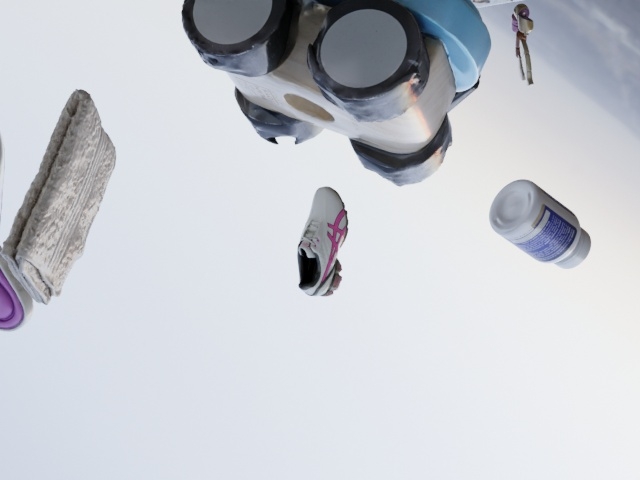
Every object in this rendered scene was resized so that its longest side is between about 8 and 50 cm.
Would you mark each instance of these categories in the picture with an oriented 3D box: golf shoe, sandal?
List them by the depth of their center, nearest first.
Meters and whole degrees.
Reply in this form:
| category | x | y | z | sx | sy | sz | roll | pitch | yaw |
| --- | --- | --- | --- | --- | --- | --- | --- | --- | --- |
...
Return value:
| category | x | y | z | sx | sy | sz | roll | pitch | yaw |
| --- | --- | --- | --- | --- | --- | --- | --- | --- | --- |
| golf shoe | 0.000 | 0.000 | 1.788 | 0.067 | 0.186 | 0.086 | 0 | 175 | 31 |
| sandal | -0.734 | 0.022 | 2.146 | 0.416 | 0.169 | 0.102 | 47 | -154 | -11 |

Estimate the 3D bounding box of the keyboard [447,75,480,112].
| category | x | y | z | sx | sy | sz | roll | pitch | yaw |
| --- | --- | --- | --- | --- | --- | --- | --- | --- | --- |
| keyboard | 0.121 | -0.277 | 1.411 | 0.033 | 0.201 | 0.317 | 17 | -127 | -29 |

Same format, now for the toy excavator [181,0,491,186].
| category | x | y | z | sx | sy | sz | roll | pitch | yaw |
| --- | --- | --- | --- | --- | --- | --- | --- | --- | --- |
| toy excavator | 0.012 | -0.337 | 1.140 | 0.433 | 0.445 | 0.222 | 22 | 168 | 21 |

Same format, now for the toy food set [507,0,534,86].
| category | x | y | z | sx | sy | sz | roll | pitch | yaw |
| --- | --- | --- | --- | --- | --- | --- | --- | --- | --- |
| toy food set | 0.263 | -0.261 | 1.395 | 0.078 | 0.019 | 0.122 | -93 | -7 | -81 |

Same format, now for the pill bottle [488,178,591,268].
| category | x | y | z | sx | sy | sz | roll | pitch | yaw |
| --- | --- | --- | --- | --- | --- | --- | --- | --- | --- |
| pill bottle | 0.402 | -0.022 | 1.949 | 0.186 | 0.112 | 0.112 | 31 | -164 | -34 |

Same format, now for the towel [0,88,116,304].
| category | x | y | z | sx | sy | sz | roll | pitch | yaw |
| --- | --- | --- | --- | --- | --- | --- | --- | --- | --- |
| towel | -0.368 | -0.059 | 1.554 | 0.049 | 0.282 | 0.187 | 14 | 159 | 7 |

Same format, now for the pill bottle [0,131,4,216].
| category | x | y | z | sx | sy | sz | roll | pitch | yaw |
| --- | --- | --- | --- | --- | --- | --- | --- | --- | --- |
| pill bottle | -0.308 | -0.018 | 0.749 | 0.169 | 0.301 | 0.169 | 11 | -140 | -9 |

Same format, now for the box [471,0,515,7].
| category | x | y | z | sx | sy | sz | roll | pitch | yaw |
| --- | --- | --- | --- | --- | --- | --- | --- | --- | --- |
| box | 0.227 | -0.395 | 1.599 | 0.100 | 0.244 | 0.060 | 84 | 176 | -69 |
